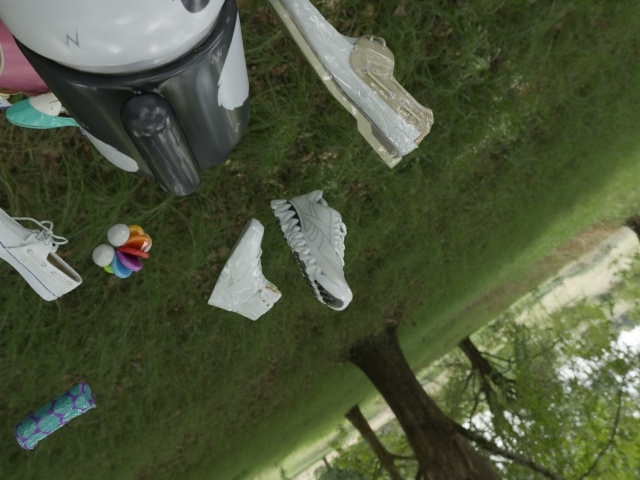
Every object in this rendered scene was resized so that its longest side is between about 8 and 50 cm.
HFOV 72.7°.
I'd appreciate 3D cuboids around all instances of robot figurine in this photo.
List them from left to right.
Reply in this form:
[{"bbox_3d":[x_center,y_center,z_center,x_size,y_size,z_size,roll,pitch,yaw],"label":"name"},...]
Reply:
[{"bbox_3d":[-0.150,-0.165,0.388,0.173,0.209,0.278,-51,169,-18],"label":"robot figurine"}]

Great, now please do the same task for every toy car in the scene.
[{"bbox_3d":[-0.632,0.044,1.431,0.182,0.136,0.159,-53,156,0],"label":"toy car"}]

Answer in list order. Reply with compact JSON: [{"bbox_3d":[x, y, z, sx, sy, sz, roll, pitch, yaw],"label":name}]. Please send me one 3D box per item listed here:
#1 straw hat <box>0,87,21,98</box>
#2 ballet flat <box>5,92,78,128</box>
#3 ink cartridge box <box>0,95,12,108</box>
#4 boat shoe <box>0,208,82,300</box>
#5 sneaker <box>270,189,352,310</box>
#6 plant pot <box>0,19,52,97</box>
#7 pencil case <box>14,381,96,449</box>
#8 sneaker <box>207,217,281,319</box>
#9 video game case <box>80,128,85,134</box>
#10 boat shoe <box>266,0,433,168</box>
[{"bbox_3d":[-1.112,-0.522,1.505,0.144,0.144,0.061,-11,145,-44],"label":"straw hat"},{"bbox_3d":[-0.643,-0.330,1.089,0.087,0.083,0.247,-46,162,32],"label":"ballet flat"},{"bbox_3d":[-0.691,-0.294,0.599,0.324,0.071,0.330,-4,162,1],"label":"ink cartridge box"},{"bbox_3d":[-0.818,0.016,1.262,0.156,0.136,0.367,-26,128,-9],"label":"boat shoe"},{"bbox_3d":[0.000,0.000,0.796,0.118,0.292,0.110,-23,135,-6],"label":"sneaker"},{"bbox_3d":[-0.720,-0.439,1.030,0.201,0.201,0.180,-46,-179,24],"label":"plant pot"},{"bbox_3d":[-0.573,0.380,0.947,0.152,0.064,0.070,-32,134,-21],"label":"pencil case"},{"bbox_3d":[-0.167,0.084,1.136,0.292,0.169,0.108,-59,-169,31],"label":"sneaker"},{"bbox_3d":[-0.584,-0.404,1.409,0.244,0.270,0.061,-73,170,-51],"label":"video game case"},{"bbox_3d":[0.052,-0.243,0.625,0.103,0.113,0.302,-40,124,12],"label":"boat shoe"}]
